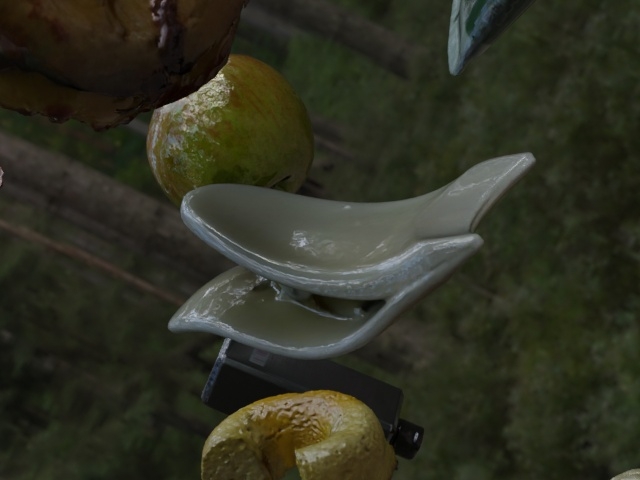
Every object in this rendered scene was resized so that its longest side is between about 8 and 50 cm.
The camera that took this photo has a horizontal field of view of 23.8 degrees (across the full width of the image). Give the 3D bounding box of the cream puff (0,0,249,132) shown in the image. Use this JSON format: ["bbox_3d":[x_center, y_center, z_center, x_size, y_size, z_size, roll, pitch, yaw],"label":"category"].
[{"bbox_3d":[-0.160,-0.186,1.000,0.164,0.240,0.240,-19,38,60],"label":"cream puff"}]

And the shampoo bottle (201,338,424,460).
[{"bbox_3d":[-0.004,0.181,1.691,0.080,0.246,0.079,-69,2,-57],"label":"shampoo bottle"}]

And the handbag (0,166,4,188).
[{"bbox_3d":[-0.399,-0.057,1.319,0.212,0.157,0.059,-27,-16,-35],"label":"handbag"}]

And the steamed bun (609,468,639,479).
[{"bbox_3d":[0.353,0.416,1.703,0.372,0.230,0.325,-46,-50,-42],"label":"steamed bun"}]

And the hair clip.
[{"bbox_3d":[0.009,0.017,1.116,0.172,0.282,0.113,-50,-45,-59],"label":"hair clip"}]

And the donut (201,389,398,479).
[{"bbox_3d":[-0.018,0.185,1.342,0.146,0.181,0.078,-37,-63,-44],"label":"donut"}]

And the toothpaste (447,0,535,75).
[{"bbox_3d":[0.179,-0.237,0.769,0.392,0.061,0.099,-50,19,39],"label":"toothpaste"}]

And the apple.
[{"bbox_3d":[-0.099,-0.110,1.746,0.196,0.196,0.196,-62,-7,-13],"label":"apple"}]
